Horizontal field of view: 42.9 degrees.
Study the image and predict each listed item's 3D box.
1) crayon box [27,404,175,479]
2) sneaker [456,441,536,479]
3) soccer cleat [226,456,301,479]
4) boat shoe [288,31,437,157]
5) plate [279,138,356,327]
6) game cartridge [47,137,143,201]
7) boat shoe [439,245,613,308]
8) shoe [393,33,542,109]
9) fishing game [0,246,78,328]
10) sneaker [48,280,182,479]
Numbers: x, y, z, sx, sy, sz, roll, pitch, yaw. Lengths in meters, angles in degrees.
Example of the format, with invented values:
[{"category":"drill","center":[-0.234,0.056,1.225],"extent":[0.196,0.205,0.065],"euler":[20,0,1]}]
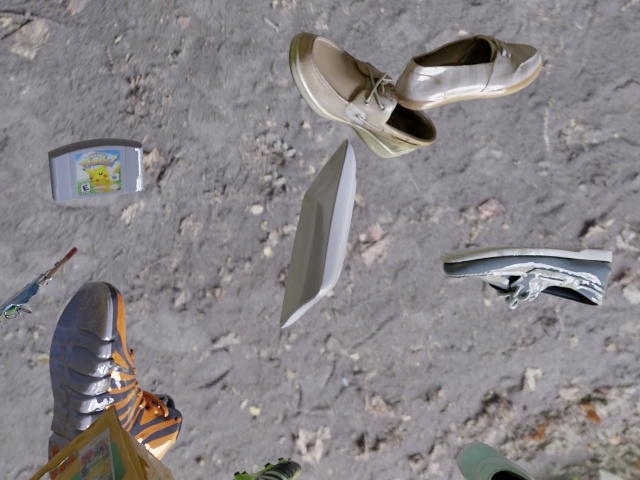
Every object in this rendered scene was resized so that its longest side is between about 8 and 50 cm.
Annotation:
[{"category":"crayon box","center":[-0.209,0.311,0.737],"extent":[0.203,0.323,0.083],"euler":[-42,119,-7]},{"category":"sneaker","center":[0.324,0.422,1.240],"extent":[0.256,0.151,0.094],"euler":[41,88,-5]},{"category":"soccer cleat","center":[-0.078,0.370,1.205],"extent":[0.060,0.072,0.179],"euler":[-42,158,21]},{"category":"boat shoe","center":[0.069,-0.217,1.208],"extent":[0.098,0.109,0.302],"euler":[-6,154,37]},{"category":"plate","center":[0.000,0.000,1.424],"extent":[0.045,0.278,0.277],"euler":[14,69,-12]},{"category":"game cartridge","center":[-0.202,-0.065,0.738],"extent":[0.083,0.017,0.056],"euler":[-10,127,-22]},{"category":"boat shoe","center":[0.326,0.058,1.266],"extent":[0.320,0.116,0.099],"euler":[1,90,-28]},{"category":"shoe","center":[0.188,-0.212,0.993],"extent":[0.219,0.076,0.058],"euler":[-20,137,-26]},{"category":"fishing game","center":[-0.445,0.113,1.131],"extent":[0.264,0.189,0.041],"euler":[-36,103,11]},{"category":"sneaker","center":[-0.296,0.212,1.208],"extent":[0.180,0.125,0.321],"euler":[-1,105,-48]}]
